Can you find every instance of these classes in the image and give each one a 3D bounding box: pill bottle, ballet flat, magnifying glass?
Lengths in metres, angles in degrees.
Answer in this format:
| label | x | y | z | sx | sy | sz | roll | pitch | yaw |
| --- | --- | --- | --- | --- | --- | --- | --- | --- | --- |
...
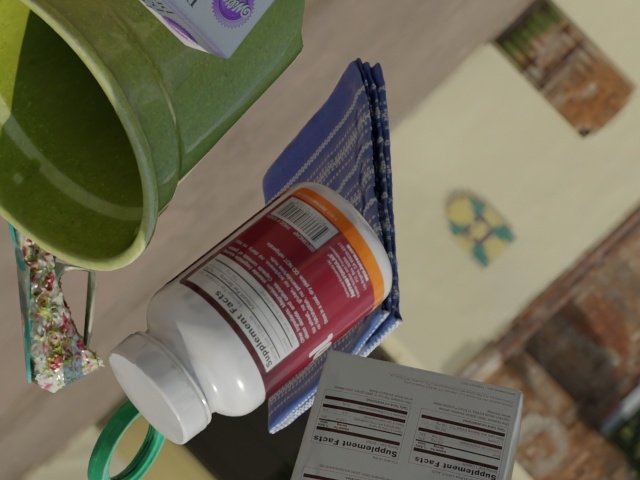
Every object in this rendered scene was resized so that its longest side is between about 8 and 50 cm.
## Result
| label | x | y | z | sx | sy | sz | roll | pitch | yaw |
| --- | --- | --- | --- | --- | --- | --- | --- | --- | --- |
| pill bottle | -0.040 | 0.042 | 0.892 | 0.152 | 0.086 | 0.086 | -39 | 175 | -22 |
| ballet flat | -0.249 | 0.019 | 1.487 | 0.077 | 0.241 | 0.091 | -9 | -176 | -6 |
| magnifying glass | -0.139 | 0.136 | 1.485 | 0.231 | 0.026 | 0.092 | -57 | 156 | -19 |

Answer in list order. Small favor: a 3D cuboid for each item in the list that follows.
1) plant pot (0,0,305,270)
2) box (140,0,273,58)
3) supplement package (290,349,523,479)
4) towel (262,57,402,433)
| label | x | y | z | sx | sy | sz | roll | pitch | yaw |
| --- | --- | --- | --- | --- | --- | --- | --- | --- | --- |
| plant pot | -0.156 | -0.158 | 1.330 | 0.254 | 0.276 | 0.276 | -41 | 176 | -35 |
| box | -0.151 | -0.233 | 0.914 | 0.067 | 0.324 | 0.063 | -51 | -148 | -9 |
| supplement package | 0.051 | 0.226 | 1.166 | 0.194 | 0.149 | 0.203 | 89 | 15 | -56 |
| towel | 0.000 | 0.000 | 1.658 | 0.243 | 0.040 | 0.336 | -47 | -145 | 44 |
